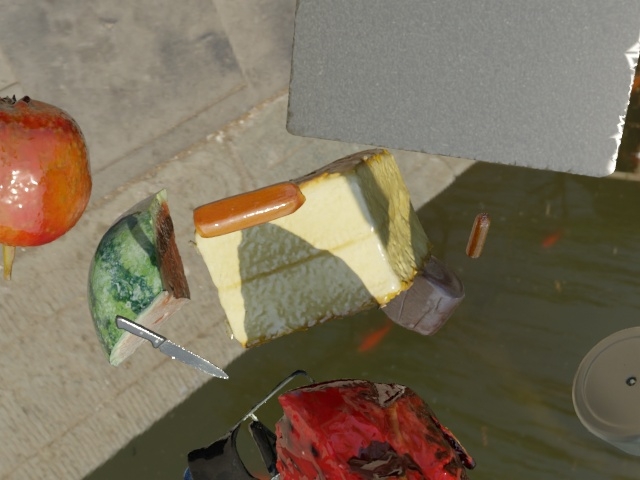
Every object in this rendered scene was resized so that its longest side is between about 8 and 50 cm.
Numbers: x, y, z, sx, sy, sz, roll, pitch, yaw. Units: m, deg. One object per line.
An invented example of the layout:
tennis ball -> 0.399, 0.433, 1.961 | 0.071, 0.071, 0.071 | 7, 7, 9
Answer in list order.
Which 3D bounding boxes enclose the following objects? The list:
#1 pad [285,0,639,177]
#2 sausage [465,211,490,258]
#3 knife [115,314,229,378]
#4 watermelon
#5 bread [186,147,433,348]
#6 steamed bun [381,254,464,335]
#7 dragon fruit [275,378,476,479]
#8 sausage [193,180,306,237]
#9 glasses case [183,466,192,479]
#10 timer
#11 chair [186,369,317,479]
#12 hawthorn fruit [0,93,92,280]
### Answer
pad -> 0.084, -0.120, 0.490 | 0.003, 0.211, 0.143 | -44, 142, -67
sausage -> 0.297, -0.014, 1.498 | 0.031, 0.031, 0.107 | -30, 144, -31
knife -> -0.192, 0.142, 1.040 | 0.170, 0.010, 0.023 | 30, 113, -16
watermelon -> -0.309, 0.056, 1.346 | 0.176, 0.256, 0.260 | -14, 81, -43
bread -> 0.000, 0.000, 1.191 | 0.207, 0.279, 0.279 | 66, 24, -4
steamed bun -> 0.181, 0.093, 1.535 | 0.106, 0.175, 0.145 | -35, 158, -52
dragon fruit -> 0.079, 0.329, 0.799 | 0.302, 0.330, 0.240 | 11, 135, -44
sausage -> -0.081, -0.036, 0.924 | 0.131, 0.039, 0.041 | -16, 69, -2
glasses case -> -0.220, 0.454, 1.504 | 0.033, 0.083, 0.023 | -55, 154, -27
timer -> 0.501, 0.263, 1.142 | 0.266, 0.175, 0.175 | 42, 72, -31
chair -> -0.066, 0.325, 1.189 | 0.221, 0.140, 0.145 | -34, 138, 1
hawthorn fruit -> -0.553, -0.093, 1.416 | 0.287, 0.287, 0.331 | -3, 98, -38
